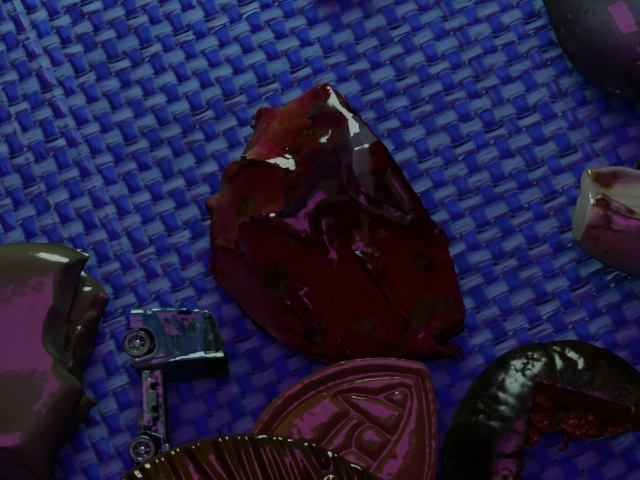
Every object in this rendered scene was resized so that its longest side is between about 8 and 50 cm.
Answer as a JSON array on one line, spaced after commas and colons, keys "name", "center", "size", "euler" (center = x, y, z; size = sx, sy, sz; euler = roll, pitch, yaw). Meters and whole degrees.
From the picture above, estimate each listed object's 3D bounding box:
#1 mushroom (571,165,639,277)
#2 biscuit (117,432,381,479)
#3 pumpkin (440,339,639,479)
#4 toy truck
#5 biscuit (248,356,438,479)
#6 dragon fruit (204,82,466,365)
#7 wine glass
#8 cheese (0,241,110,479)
[{"name": "mushroom", "center": [0.372, -0.039, 1.348], "size": [0.351, 0.095, 0.123], "euler": [-14, 95, -6]}, {"name": "biscuit", "center": [-0.053, 0.300, 1.242], "size": [0.318, 0.040, 0.318], "euler": [0, 82, -1]}, {"name": "pumpkin", "center": [0.161, 0.136, 1.285], "size": [0.183, 0.119, 0.108], "euler": [-30, 72, -14]}, {"name": "toy truck", "center": [-0.111, 0.139, 1.324], "size": [0.081, 0.067, 0.175], "euler": [-5, 69, 0]}, {"name": "biscuit", "center": [0.009, 0.179, 1.294], "size": [0.142, 0.029, 0.221], "euler": [37, 89, 6]}, {"name": "dragon fruit", "center": [-0.005, -0.001, 1.339], "size": [0.161, 0.126, 0.274], "euler": [-32, 71, -9]}, {"name": "wine glass", "center": [0.252, -0.168, 1.406], "size": [0.103, 0.103, 0.222], "euler": [-25, 70, -6]}, {"name": "cheese", "center": [-0.251, 0.090, 1.338], "size": [0.175, 0.091, 0.202], "euler": [23, 73, 10]}]
